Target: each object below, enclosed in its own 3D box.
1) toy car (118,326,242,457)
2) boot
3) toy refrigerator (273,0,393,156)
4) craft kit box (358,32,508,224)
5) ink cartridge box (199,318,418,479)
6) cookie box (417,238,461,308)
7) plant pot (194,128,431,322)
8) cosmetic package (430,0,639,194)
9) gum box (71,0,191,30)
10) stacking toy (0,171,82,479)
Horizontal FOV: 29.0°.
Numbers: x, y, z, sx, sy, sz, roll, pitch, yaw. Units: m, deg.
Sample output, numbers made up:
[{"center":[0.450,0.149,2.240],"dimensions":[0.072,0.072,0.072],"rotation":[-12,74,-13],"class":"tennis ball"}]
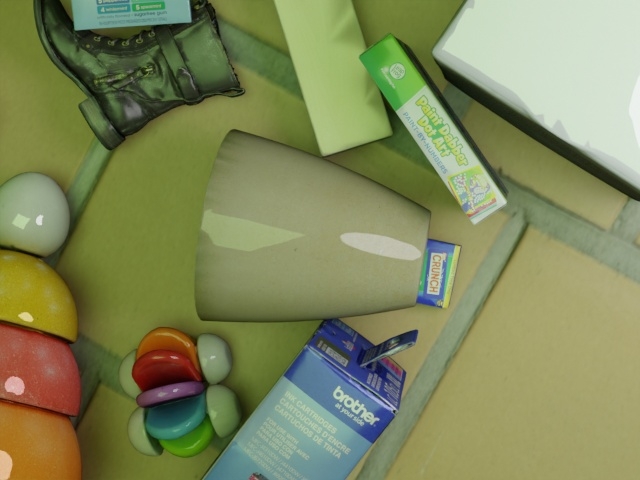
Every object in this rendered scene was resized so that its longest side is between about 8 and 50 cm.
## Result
[{"center":[-0.203,0.205,1.702],"dimensions":[0.159,0.136,0.182],"rotation":[-15,70,8],"class":"toy car"},{"center":[-0.251,-0.273,1.722],"dimensions":[0.229,0.091,0.263],"rotation":[-29,94,3],"class":"boot"},{"center":[0.010,-0.255,1.677],"dimensions":[0.102,0.094,0.269],"rotation":[-18,92,2],"class":"toy refrigerator"},{"center":[0.152,-0.142,1.586],"dimensions":[0.061,0.246,0.249],"rotation":[-34,88,8],"class":"craft kit box"},{"center":[-0.025,0.257,1.626],"dimensions":[0.151,0.270,0.395],"rotation":[36,98,2],"class":"ink cartridge box"},{"center":[0.133,0.039,1.705],"dimensions":[0.107,0.040,0.091],"rotation":[11,95,7],"class":"cookie box"},{"center":[0.000,0.000,1.614],"dimensions":[0.274,0.256,0.256],"rotation":[9,95,6],"class":"plant pot"},{"center":[0.358,-0.256,1.475],"dimensions":[0.329,0.394,0.327],"rotation":[34,98,3],"class":"cosmetic package"},{"center":[-0.256,-0.377,1.637],"dimensions":[0.157,0.041,0.184],"rotation":[-5,109,-3],"class":"gum box"},{"center":[-0.437,0.136,1.695],"dimensions":[0.351,0.350,0.479],"rotation":[13,79,7],"class":"stacking toy"}]
